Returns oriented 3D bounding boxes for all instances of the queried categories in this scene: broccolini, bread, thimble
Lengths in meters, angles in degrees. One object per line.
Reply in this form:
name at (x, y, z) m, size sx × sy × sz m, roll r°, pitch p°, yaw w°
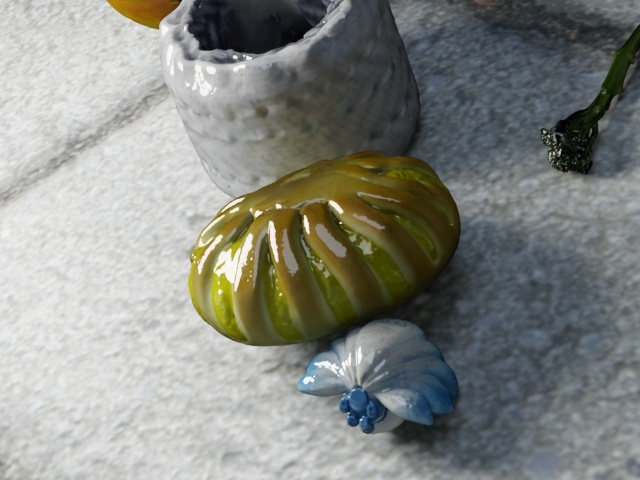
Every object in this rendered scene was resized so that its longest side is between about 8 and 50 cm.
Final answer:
broccolini at (0.249, -0.127, 1.077) m, size 0.042 × 0.044 × 0.218 m, roll -3°, pitch 34°, yaw 45°
bread at (0.000, 0.000, 0.949) m, size 0.213 × 0.104 × 0.213 m, roll -15°, pitch 20°, yaw 6°
thimble at (-0.026, -0.158, 1.134) m, size 0.217 × 0.157 × 0.245 m, roll -6°, pitch 41°, yaw 17°

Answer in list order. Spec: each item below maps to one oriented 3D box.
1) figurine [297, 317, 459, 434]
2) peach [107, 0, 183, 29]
figurine at (0.047, 0.093, 0.884) m, size 0.114 × 0.079 × 0.114 m, roll -2°, pitch 11°, yaw 0°
peach at (-0.117, -0.399, 1.313) m, size 0.370 × 0.370 × 0.370 m, roll -13°, pitch 39°, yaw 11°
